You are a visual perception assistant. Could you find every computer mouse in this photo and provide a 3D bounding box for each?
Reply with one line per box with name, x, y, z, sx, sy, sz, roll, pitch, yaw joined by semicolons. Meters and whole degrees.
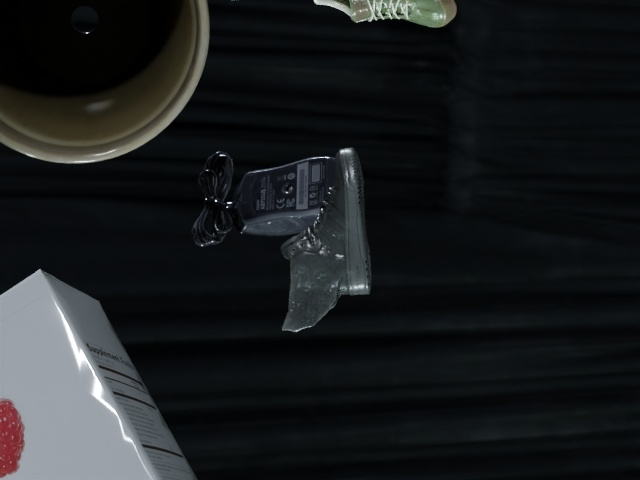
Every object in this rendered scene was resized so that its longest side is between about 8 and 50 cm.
computer mouse;-0.066;-0.067;2.228;0.072;0.272;0.188;63;-153;-50

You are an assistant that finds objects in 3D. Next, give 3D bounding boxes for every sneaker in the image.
sneaker;0.074;-0.306;1.773;0.192;0.086;0.064;27;143;29
sneaker;0.000;0.000;1.312;0.051;0.089;0.170;-35;-60;-80

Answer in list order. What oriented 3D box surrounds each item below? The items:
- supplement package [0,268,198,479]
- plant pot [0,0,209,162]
supplement package;-0.263;0.209;1.407;0.293;0.177;0.175;57;-178;17
plant pot;-0.304;-0.276;1.719;0.280;0.323;0.323;-120;33;-77
